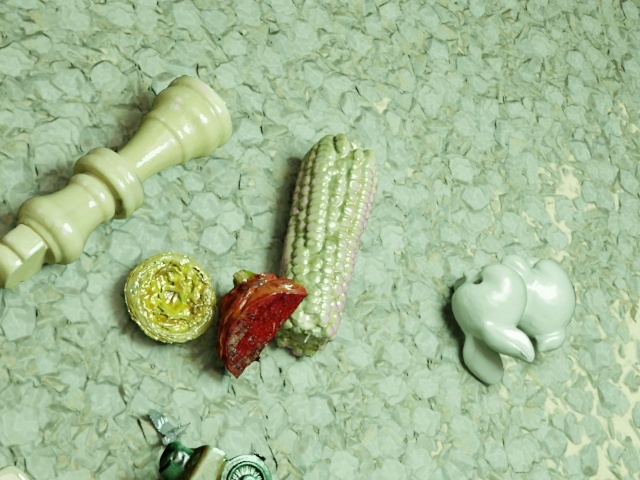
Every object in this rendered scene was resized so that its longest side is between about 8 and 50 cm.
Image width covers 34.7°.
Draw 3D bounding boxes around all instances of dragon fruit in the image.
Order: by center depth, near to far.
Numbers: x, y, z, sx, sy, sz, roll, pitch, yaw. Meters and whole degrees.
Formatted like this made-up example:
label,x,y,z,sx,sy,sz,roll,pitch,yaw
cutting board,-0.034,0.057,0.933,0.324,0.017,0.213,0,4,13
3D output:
label,x,y,z,sx,sy,sz,roll,pitch,yaw
dragon fruit,-0.106,0.092,1.382,0.083,0.162,0.106,23,21,-37

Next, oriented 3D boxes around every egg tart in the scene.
label,x,y,z,sx,sy,sz,roll,pitch,yaw
egg tart,-0.205,0.079,1.384,0.129,0.049,0.128,7,70,-21

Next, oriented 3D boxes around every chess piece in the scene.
label,x,y,z,sx,sy,sz,roll,pitch,yaw
chess piece,-0.284,-0.071,1.370,0.117,0.117,0.397,47,57,-4

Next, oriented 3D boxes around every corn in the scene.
label,x,y,z,sx,sy,sz,roll,pitch,yaw
corn,0.001,0.001,1.494,0.127,0.127,0.335,25,63,-18

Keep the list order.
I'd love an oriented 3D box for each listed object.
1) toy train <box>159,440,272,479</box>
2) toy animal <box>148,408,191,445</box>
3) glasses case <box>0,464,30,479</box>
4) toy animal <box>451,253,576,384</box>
label,x,y,z,sx,sy,sz,roll,pitch,yaw
toy train,-0.072,0.371,1.283,0.326,0.129,0.159,34,62,-16
toy animal,-0.187,0.249,1.332,0.050,0.028,0.084,-25,84,-26
glasses case,-0.437,0.394,1.105,0.336,0.076,0.144,-34,89,-35
toy animal,0.302,0.113,1.602,0.193,0.127,0.178,-19,81,-36
